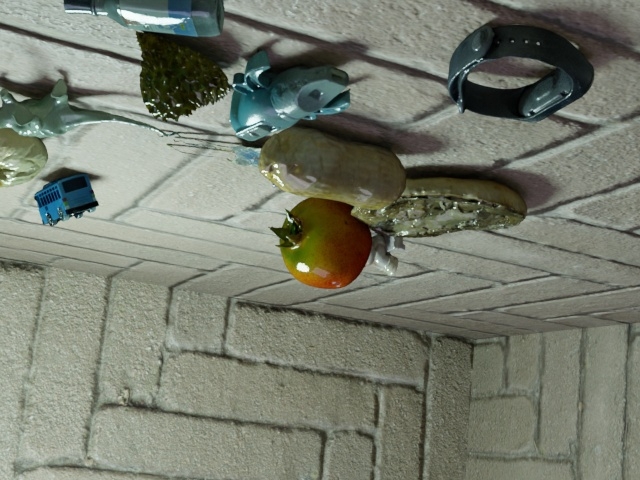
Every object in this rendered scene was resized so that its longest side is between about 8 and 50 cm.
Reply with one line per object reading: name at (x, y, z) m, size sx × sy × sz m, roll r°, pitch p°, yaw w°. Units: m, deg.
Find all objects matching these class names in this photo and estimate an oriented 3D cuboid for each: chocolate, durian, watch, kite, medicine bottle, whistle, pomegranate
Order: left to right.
medicine bottle at (-0.236, -0.314, 1.251) m, size 0.209 × 0.053 × 0.090 m, roll 6°, pitch 168°, yaw 2°
durian at (-0.213, -0.229, 1.443) m, size 0.119 × 0.108 × 0.187 m, roll 21°, pitch 172°, yaw 25°
kite at (-0.168, -0.169, 1.894) m, size 0.310 × 0.015 × 0.169 m, roll 10°, pitch 167°, yaw 6°
whistle at (-0.062, -0.226, 1.495) m, size 0.186 × 0.093 × 0.274 m, roll 18°, pitch 160°, yaw -38°
pomegranate at (0.000, 0.000, 2.171) m, size 0.257 × 0.220 × 0.221 m, roll 13°, pitch 166°, yaw -43°
chocolate at (0.024, -0.138, 1.761) m, size 0.309 × 0.134 × 0.134 m, roll 8°, pitch 168°, yaw -28°
watch at (0.273, -0.236, 1.341) m, size 0.193 × 0.068 × 0.206 m, roll 15°, pitch 161°, yaw -23°

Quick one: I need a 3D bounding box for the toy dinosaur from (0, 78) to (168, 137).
toy dinosaur at (-0.474, -0.227, 1.676) m, size 0.393 × 0.092 × 0.205 m, roll -3°, pitch 174°, yaw -15°

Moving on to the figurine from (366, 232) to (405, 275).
figurine at (0.077, 0.002, 2.369) m, size 0.257 × 0.144 × 0.182 m, roll 8°, pitch -172°, yaw -17°

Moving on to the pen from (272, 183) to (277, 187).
pen at (-0.011, -0.126, 2.053) m, size 0.204 × 0.025 × 0.025 m, roll 1°, pitch 166°, yaw 24°

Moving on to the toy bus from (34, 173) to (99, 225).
toy bus at (-0.621, -0.099, 2.271) m, size 0.090 × 0.106 × 0.185 m, roll -23°, pitch -174°, yaw -36°

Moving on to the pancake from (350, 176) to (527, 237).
pancake at (0.260, -0.069, 2.045) m, size 0.387 × 0.082 × 0.387 m, roll 2°, pitch 165°, yaw 1°

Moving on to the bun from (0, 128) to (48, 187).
bun at (-0.682, -0.170, 1.939) m, size 0.223 × 0.127 × 0.222 m, roll 9°, pitch 167°, yaw 2°
